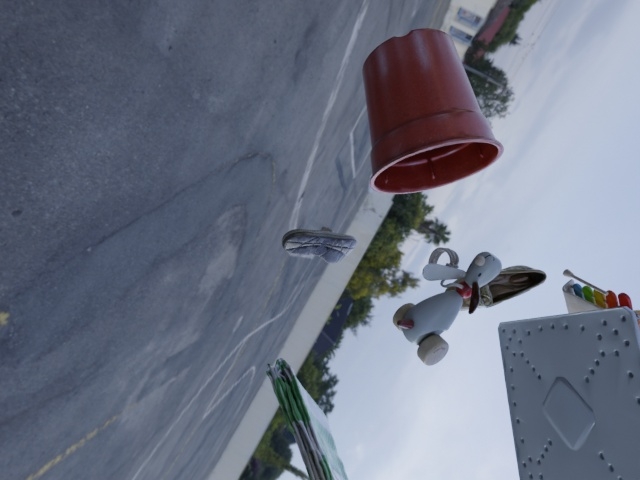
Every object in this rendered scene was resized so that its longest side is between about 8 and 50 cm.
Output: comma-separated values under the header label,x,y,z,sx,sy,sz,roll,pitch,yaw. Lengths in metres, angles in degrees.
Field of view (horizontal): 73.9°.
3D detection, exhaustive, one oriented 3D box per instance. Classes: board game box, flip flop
label,x,y,z,sx,sy,sz,roll,pitch,yaw
board game box,0.524,0.350,0.870,0.390,0.050,0.390,127,-38,-71
flip flop,0.000,0.000,1.230,0.277,0.080,0.112,9,131,-40

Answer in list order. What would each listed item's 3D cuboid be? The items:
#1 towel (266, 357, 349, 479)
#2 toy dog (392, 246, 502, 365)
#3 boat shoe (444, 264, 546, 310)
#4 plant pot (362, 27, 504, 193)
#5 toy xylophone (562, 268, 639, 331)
label,x,y,z,sx,sy,sz,roll,pitch,yaw
towel,0.027,0.348,0.611,0.038,0.325,0.248,-30,131,-7
toy dog,0.306,0.151,1.095,0.161,0.220,0.334,32,81,-47
boat shoe,0.495,0.130,1.217,0.285,0.105,0.089,-19,176,-5
plant pot,0.213,-0.270,0.902,0.272,0.272,0.265,99,-19,-78
toy xylophone,0.964,0.221,1.476,0.081,0.236,0.323,-26,-154,-5
